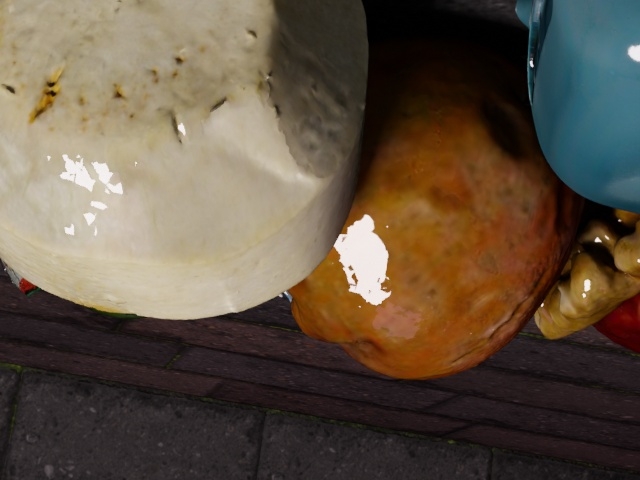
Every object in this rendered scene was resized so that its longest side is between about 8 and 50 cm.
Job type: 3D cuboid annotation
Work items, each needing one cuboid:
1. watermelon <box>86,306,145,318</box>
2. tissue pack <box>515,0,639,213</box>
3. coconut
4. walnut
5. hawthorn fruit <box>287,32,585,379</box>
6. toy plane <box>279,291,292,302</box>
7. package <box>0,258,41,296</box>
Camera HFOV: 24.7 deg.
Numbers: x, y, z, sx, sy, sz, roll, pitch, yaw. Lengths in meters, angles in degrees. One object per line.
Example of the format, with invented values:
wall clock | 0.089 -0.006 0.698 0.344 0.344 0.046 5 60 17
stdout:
watermelon | -0.203 -0.017 1.482 0.215 0.188 0.188 19 161 -16
tissue pack | 0.223 -0.129 0.885 0.206 0.198 0.287 4 166 6
coconut | -0.109 -0.095 0.973 0.323 0.323 0.323 7 164 2
walnut | 0.293 -0.012 1.220 0.244 0.221 0.269 -17 161 -31
hawthorn fruit | 0.093 -0.046 1.155 0.298 0.277 0.277 -33 145 25
toy plane | 0.006 0.009 1.596 0.107 0.182 0.273 -36 147 19
package | -0.354 -0.043 1.487 0.040 0.232 0.166 -34 -174 -21
